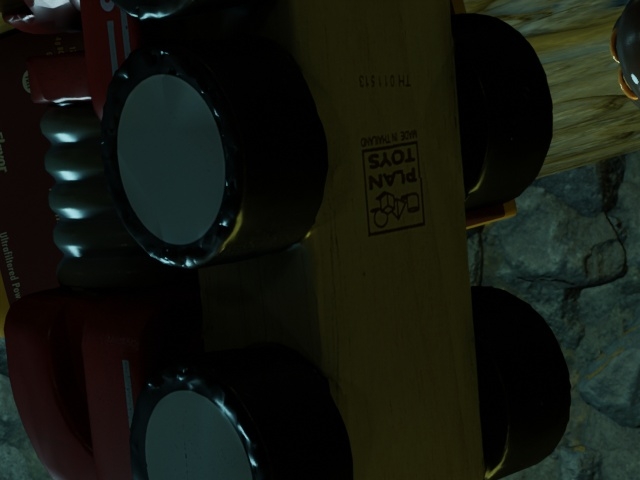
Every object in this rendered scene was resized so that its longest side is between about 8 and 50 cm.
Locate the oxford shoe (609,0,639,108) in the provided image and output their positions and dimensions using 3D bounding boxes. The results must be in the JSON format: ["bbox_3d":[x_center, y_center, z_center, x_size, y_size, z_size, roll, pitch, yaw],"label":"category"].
[{"bbox_3d":[0.239,-0.108,1.093,0.133,0.130,0.363,-7,179,28],"label":"oxford shoe"}]

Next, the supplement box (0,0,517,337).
[{"bbox_3d":[-0.040,-0.045,0.817,0.191,0.129,0.194,-16,177,25],"label":"supplement box"}]

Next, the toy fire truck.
[{"bbox_3d":[-0.074,-0.021,0.518,0.158,0.217,0.246,-13,-169,-42],"label":"toy fire truck"}]
